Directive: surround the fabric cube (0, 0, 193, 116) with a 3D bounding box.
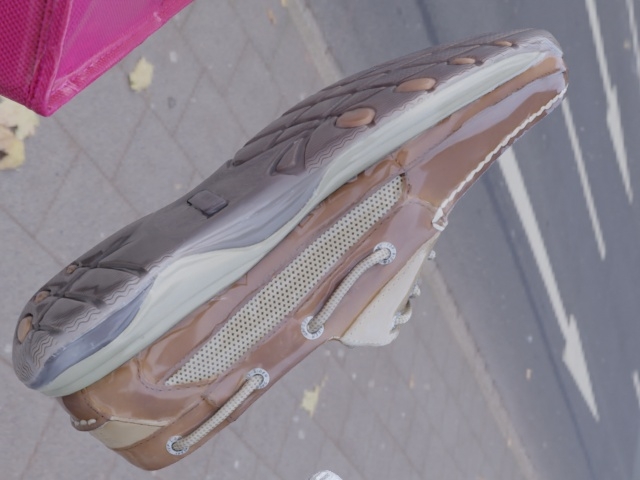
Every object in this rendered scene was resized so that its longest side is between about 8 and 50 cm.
[{"bbox_3d":[-0.148,-0.246,0.353,0.259,0.258,0.254,-67,-178,-59],"label":"fabric cube"}]

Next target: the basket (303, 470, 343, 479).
[{"bbox_3d":[-0.058,0.420,0.656,0.266,0.328,0.331,46,26,-2],"label":"basket"}]

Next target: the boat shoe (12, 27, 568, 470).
[{"bbox_3d":[0.000,0.000,0.474,0.324,0.123,0.116,-34,111,-6],"label":"boat shoe"}]
